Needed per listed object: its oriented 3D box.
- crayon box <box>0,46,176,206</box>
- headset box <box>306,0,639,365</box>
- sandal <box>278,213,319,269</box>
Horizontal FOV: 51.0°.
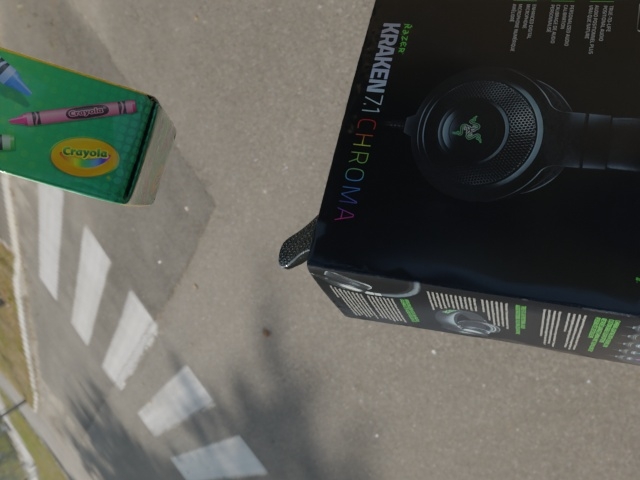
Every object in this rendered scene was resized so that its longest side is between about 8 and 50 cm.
[{"bbox_3d":[-0.261,-0.101,0.510,0.279,0.081,0.165,17,-179,-9],"label":"crayon box"},{"bbox_3d":[0.164,-0.050,0.508,0.283,0.246,0.131,9,161,19],"label":"headset box"},{"bbox_3d":[0.000,0.000,0.964,0.040,0.067,0.179,22,151,-26],"label":"sandal"}]
